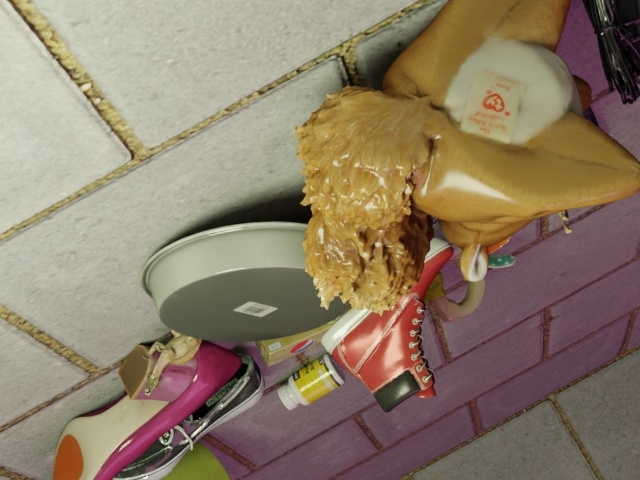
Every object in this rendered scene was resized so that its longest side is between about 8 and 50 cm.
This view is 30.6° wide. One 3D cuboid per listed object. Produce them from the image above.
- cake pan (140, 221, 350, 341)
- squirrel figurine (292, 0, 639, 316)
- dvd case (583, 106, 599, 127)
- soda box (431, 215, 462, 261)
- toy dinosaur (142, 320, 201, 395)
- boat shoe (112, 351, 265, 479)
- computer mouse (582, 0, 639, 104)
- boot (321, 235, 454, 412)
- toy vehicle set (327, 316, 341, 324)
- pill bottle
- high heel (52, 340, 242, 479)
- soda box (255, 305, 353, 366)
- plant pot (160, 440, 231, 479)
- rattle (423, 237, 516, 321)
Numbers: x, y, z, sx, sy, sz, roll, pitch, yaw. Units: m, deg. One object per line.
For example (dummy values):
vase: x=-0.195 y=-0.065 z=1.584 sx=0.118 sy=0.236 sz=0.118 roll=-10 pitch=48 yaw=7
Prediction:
cake pan: x=-0.084 y=0.063 z=1.512 sx=0.293 sy=0.054 sz=0.293 roll=-6 pitch=155 yaw=-3
squirrel figurine: x=0.147 y=-0.082 z=1.377 sx=0.397 sy=0.281 sz=0.370 roll=-21 pitch=165 yaw=-6
dvd case: x=0.342 y=-0.143 z=1.760 sx=0.164 sy=0.018 sz=0.221 roll=-35 pitch=157 yaw=10
soda box: x=0.165 y=-0.001 z=1.800 sx=0.183 sy=0.058 sz=0.063 roll=-8 pitch=149 yaw=-44
toy dinosaur: x=-0.189 y=0.139 z=1.652 sx=0.183 sy=0.053 sz=0.092 roll=-36 pitch=142 yaw=-11
boat shoe: x=-0.228 y=0.286 z=1.881 sx=0.306 sy=0.113 sz=0.105 roll=-29 pitch=152 yaw=-7
computer mouse: x=0.375 y=-0.269 z=1.387 sx=0.072 sy=0.188 sz=0.272 roll=-8 pitch=-170 yaw=42
boot: x=0.143 y=0.127 z=1.701 sx=0.244 sy=0.176 sz=0.088 roll=-47 pitch=164 yaw=10
toy vehicle set: x=-0.046 y=0.058 z=1.621 sx=0.166 sy=0.035 sz=0.267 roll=-4 pitch=155 yaw=-5
pill bottle: x=-0.018 y=0.263 z=2.145 sx=0.116 sy=0.065 sz=0.065 roll=-33 pitch=158 yaw=7
high heel: x=-0.274 y=0.295 z=1.806 sx=0.181 sy=0.127 sz=0.377 roll=8 pitch=136 yaw=-41
soda box: x=-0.015 y=0.135 z=1.878 sx=0.181 sy=0.058 sz=0.061 roll=-22 pitch=157 yaw=-15
plant pot: x=-0.307 y=0.498 z=2.099 sx=0.293 sy=0.275 sz=0.275 roll=-36 pitch=163 yaw=-27
rattle: x=0.224 y=0.057 z=1.992 sx=0.199 sy=0.130 sz=0.143 roll=-47 pitch=-178 yaw=-34
